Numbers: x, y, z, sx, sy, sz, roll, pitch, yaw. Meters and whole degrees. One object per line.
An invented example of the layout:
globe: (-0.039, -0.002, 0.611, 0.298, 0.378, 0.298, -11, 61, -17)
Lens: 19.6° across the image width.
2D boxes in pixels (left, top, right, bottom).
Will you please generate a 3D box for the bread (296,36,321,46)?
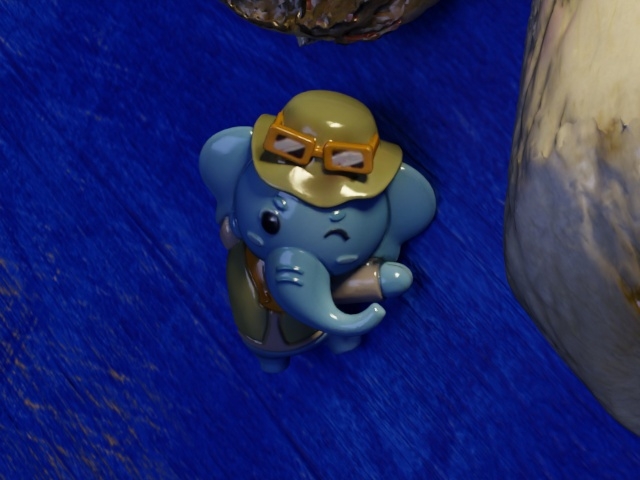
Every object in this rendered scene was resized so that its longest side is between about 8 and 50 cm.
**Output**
bread: (0.002, -0.216, 1.623, 0.083, 0.035, 0.070, -27, 74, 47)

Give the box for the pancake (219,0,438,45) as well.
pancake: (0.005, -0.347, 1.541, 0.382, 0.071, 0.382, 4, 97, 33)

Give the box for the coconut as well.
coconut: (0.304, -0.071, 1.128, 0.415, 0.344, 0.415, -20, 45, 21)

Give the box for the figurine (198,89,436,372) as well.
figurine: (-0.001, -0.002, 1.594, 0.180, 0.154, 0.262, 15, 123, 35)
